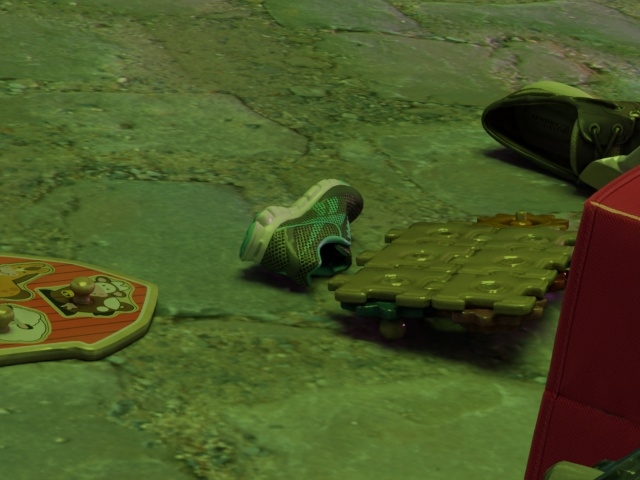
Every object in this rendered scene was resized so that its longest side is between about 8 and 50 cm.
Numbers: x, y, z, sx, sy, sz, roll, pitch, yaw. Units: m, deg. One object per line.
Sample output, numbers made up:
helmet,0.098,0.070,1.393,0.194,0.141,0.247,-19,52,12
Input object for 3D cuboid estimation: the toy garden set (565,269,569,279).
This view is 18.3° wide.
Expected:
toy garden set,0.323,0.028,1.719,0.244,0.049,0.204,19,23,29

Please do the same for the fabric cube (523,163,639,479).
fabric cube,0.301,0.098,1.235,0.258,0.259,0.254,19,23,23

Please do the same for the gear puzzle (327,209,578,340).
gear puzzle,0.131,0.024,1.680,0.175,0.044,0.339,3,15,18

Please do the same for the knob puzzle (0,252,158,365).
knob puzzle,-0.213,0.040,1.531,0.213,0.030,0.213,6,20,-2

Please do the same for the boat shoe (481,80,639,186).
boat shoe,0.279,-0.094,1.967,0.092,0.103,0.285,-17,28,-38

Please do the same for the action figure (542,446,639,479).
action figure,0.086,0.238,0.918,0.178,0.341,0.330,48,47,-2

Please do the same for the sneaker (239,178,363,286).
sneaker,0.000,0.000,1.691,0.076,0.065,0.166,33,32,17

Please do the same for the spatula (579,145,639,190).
spatula,0.326,-0.046,1.717,0.168,0.019,0.242,29,-13,-3
